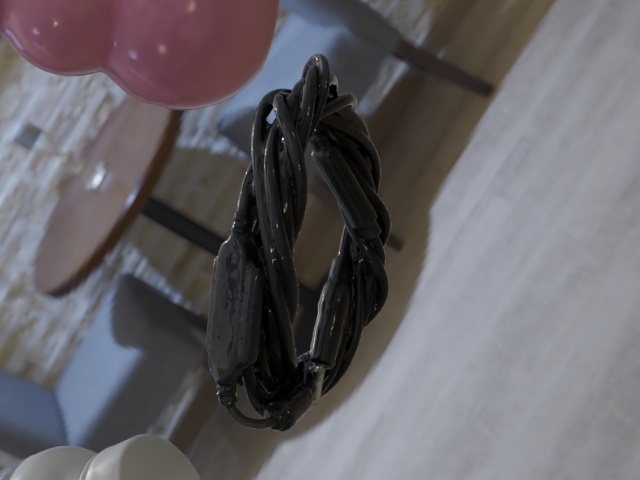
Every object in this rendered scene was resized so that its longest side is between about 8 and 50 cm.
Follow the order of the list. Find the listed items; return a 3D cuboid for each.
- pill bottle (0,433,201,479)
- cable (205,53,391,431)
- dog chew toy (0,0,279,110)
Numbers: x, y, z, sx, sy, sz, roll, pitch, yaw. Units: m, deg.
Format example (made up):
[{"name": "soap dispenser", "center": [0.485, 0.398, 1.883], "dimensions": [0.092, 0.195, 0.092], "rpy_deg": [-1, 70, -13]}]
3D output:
[{"name": "pill bottle", "center": [-0.137, 0.154, 0.649], "dimensions": [0.169, 0.094, 0.094], "rpy_deg": [-27, 35, 23]}, {"name": "cable", "center": [0.000, 0.000, 0.684], "dimensions": [0.047, 0.150, 0.184], "rpy_deg": [9, 98, 28]}, {"name": "dog chew toy", "center": [-0.209, -0.237, 1.270], "dimensions": [0.206, 0.332, 0.207], "rpy_deg": [-172, 90, -76]}]
